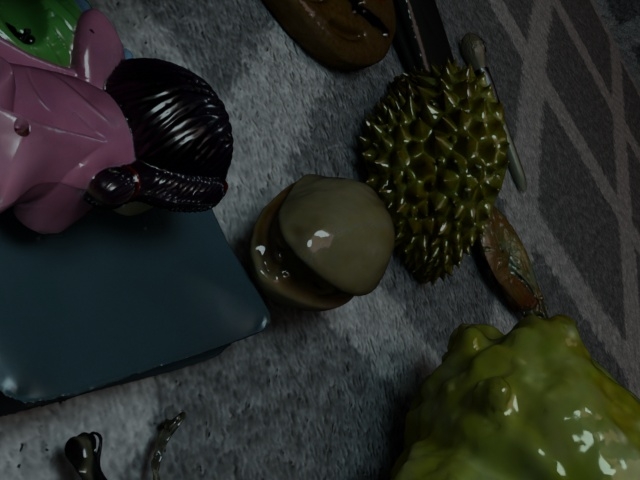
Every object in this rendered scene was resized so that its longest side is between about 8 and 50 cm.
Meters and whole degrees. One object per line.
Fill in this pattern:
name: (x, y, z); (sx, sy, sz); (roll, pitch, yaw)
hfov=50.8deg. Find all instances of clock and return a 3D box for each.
clock: (-0.162, -0.093, 0.431); (0.195, 0.100, 0.194); (-5, 55, -54)

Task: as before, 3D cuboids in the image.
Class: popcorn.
popcorn: (0.200, 0.226, 0.636); (0.312, 0.312, 0.312); (28, 52, -42)

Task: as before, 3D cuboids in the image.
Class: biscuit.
biscuit: (-0.016, -0.392, 0.837); (0.367, 0.063, 0.314); (52, 40, -20)

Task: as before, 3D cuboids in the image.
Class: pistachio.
pistachio: (0.000, 0.000, 0.598); (0.124, 0.124, 0.185); (69, 21, 1)

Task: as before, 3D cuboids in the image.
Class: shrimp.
shrimp: (0.280, 0.048, 1.000); (0.115, 0.051, 0.217); (-36, 103, -47)

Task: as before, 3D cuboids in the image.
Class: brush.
brush: (0.314, -0.226, 1.192); (0.042, 0.039, 0.299); (-22, 92, -12)

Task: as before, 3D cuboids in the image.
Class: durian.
durian: (0.141, -0.114, 0.827); (0.166, 0.172, 0.306); (57, 21, -57)

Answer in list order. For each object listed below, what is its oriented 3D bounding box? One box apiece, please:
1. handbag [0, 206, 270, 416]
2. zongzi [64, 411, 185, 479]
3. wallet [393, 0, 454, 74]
handbag: (-0.146, 0.028, 0.465); (0.221, 0.057, 0.144); (-10, 73, -52)
zongzi: (-0.017, 0.350, 0.364); (0.447, 0.181, 0.418); (48, 41, -22)
wallet: (0.160, -0.303, 1.031); (0.168, 0.052, 0.245); (-41, 112, -57)
